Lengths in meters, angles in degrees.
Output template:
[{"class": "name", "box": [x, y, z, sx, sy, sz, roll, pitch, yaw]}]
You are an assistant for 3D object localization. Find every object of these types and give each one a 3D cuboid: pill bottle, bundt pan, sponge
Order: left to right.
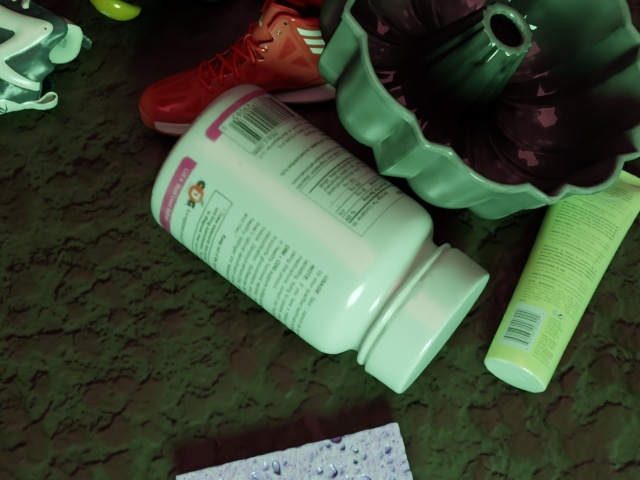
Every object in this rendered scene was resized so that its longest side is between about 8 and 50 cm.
[{"class": "sponge", "box": [-0.017, 0.245, 1.014, 0.210, 0.031, 0.117, -13, 74, -2]}, {"class": "pill bottle", "box": [0.000, 0.000, 1.018, 0.283, 0.160, 0.160, 38, 79, 12]}, {"class": "bundt pan", "box": [0.139, -0.163, 1.033, 0.330, 0.124, 0.331, 11, 63, -23]}]

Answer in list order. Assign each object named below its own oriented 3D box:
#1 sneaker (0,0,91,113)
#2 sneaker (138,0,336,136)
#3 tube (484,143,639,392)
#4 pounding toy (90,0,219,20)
[{"class": "sneaker", "box": [-0.307, -0.234, 1.130, 0.153, 0.094, 0.235, 2, 74, -12]}, {"class": "sneaker", "box": [-0.076, -0.183, 1.083, 0.221, 0.128, 0.087, -18, 54, -9]}, {"class": "tube", "box": [0.231, 0.026, 1.059, 0.070, 0.062, 0.240, 40, 68, -32]}, {"class": "pounding toy", "box": [-0.207, -0.274, 1.098, 0.183, 0.237, 0.110, 36, 107, 17]}]
